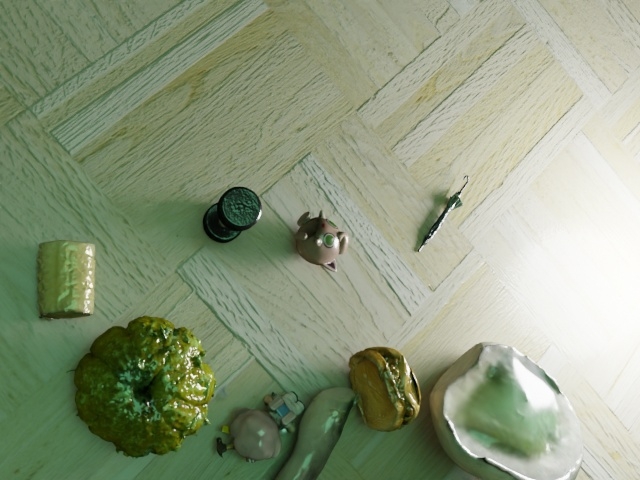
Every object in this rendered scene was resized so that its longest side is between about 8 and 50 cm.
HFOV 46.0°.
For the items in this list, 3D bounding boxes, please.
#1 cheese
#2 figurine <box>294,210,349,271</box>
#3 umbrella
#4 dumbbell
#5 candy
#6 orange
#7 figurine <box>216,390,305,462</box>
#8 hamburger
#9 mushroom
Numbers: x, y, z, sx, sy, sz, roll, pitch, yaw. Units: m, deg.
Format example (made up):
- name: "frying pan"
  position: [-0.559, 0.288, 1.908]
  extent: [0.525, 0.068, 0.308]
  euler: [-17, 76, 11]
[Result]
- name: "cheese"
  position: [-0.557, 0.087, 1.654]
  extent: [0.123, 0.094, 0.167]
  euler: [-2, 76, -12]
- name: "figurine"
  position: [0.000, 0.000, 1.874]
  extent: [0.138, 0.125, 0.125]
  euler: [37, 68, -25]
- name: "umbrella"
  position: [0.346, -0.068, 2.076]
  extent: [0.269, 0.044, 0.044]
  euler: [-56, 139, -15]
- name: "dumbbell"
  position: [-0.209, -0.057, 1.764]
  extent: [0.100, 0.191, 0.100]
  euler: [4, 78, -20]
- name: "candy"
  position: [0.476, 0.465, 1.913]
  extent: [0.427, 0.186, 0.386]
  euler: [34, 50, 0]
- name: "orange"
  position: [-0.374, 0.317, 1.612]
  extent: [0.300, 0.223, 0.301]
  euler: [-22, 89, -18]
- name: "figurine"
  position: [-0.128, 0.434, 1.749]
  extent: [0.229, 0.112, 0.137]
  euler: [-33, 88, -34]
- name: "hamburger"
  position: [0.151, 0.358, 1.823]
  extent: [0.108, 0.214, 0.213]
  euler: [-21, 88, -27]
- name: "mushroom"
  position: [-0.024, 0.497, 1.778]
  extent: [0.351, 0.097, 0.109]
  euler: [-61, 141, -16]
